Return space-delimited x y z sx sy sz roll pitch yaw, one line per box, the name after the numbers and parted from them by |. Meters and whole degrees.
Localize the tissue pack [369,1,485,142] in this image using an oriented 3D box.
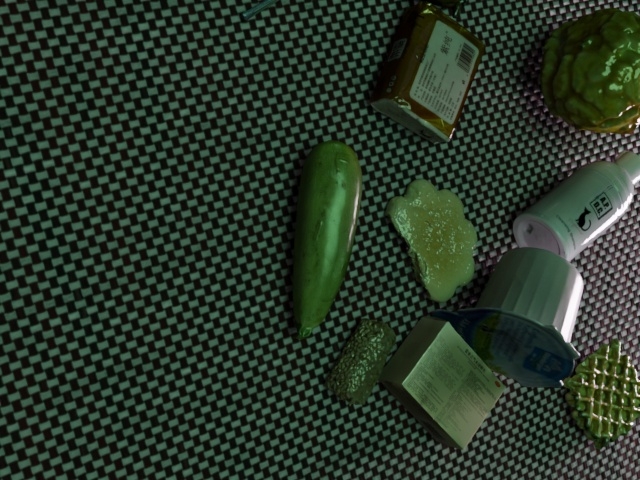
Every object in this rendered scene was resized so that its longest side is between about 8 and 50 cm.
0.215 -0.329 1.683 0.183 0.092 0.226 27 79 -26 | tissue pack

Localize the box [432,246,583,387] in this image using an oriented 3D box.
0.398 0.137 1.735 0.291 0.262 0.206 21 57 16 | box

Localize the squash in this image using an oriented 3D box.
0.008 0.000 1.559 0.118 0.118 0.371 8 88 -28 | squash

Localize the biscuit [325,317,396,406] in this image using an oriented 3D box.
0.080 0.231 1.628 0.082 0.070 0.168 43 69 -31 | biscuit

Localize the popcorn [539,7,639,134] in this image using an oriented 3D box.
0.598 -0.351 1.797 0.282 0.282 0.247 -36 119 -24 | popcorn

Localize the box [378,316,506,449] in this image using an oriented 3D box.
0.245 0.284 1.701 0.212 0.095 0.168 48 71 -21 | box

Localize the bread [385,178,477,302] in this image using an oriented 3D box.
0.241 -0.009 1.729 0.182 0.039 0.251 -34 105 -24 | bread

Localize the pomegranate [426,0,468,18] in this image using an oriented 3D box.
0.228 -0.556 1.674 0.156 0.156 0.220 -33 74 -24 | pomegranate

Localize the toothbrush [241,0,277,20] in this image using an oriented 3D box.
-0.062 -0.464 1.573 0.219 0.016 0.019 -38 106 -23 | toothbrush

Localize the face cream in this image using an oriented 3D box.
0.596 -0.093 1.860 0.369 0.145 0.145 -36 107 -23 | face cream

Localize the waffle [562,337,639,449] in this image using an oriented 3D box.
0.650 0.358 1.945 0.204 0.054 0.223 -38 105 -23 | waffle
